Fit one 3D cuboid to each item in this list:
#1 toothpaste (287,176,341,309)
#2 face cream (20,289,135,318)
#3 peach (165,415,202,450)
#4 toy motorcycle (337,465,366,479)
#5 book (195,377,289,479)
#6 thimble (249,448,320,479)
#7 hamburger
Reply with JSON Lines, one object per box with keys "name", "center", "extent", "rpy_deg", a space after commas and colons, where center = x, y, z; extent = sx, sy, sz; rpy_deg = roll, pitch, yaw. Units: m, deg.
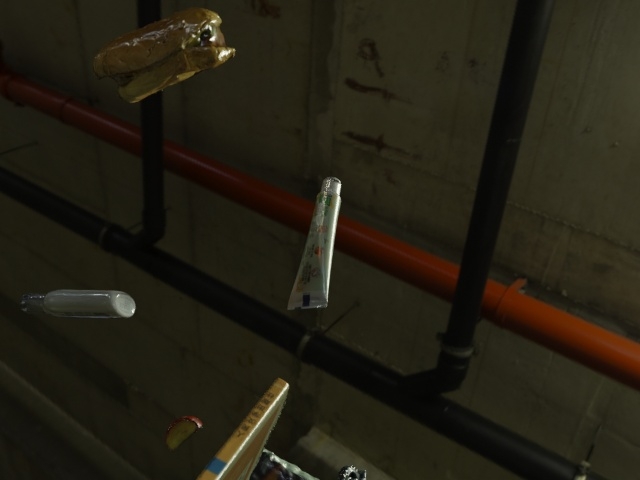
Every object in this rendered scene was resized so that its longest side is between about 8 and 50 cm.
{"name": "toothpaste", "center": [0.000, 0.000, 1.283], "extent": [0.056, 0.314, 0.058], "rpy_deg": [23, -38, -15]}
{"name": "face cream", "center": [-0.643, 0.168, 1.727], "extent": [0.291, 0.144, 0.071], "rpy_deg": [-1, -107, 12]}
{"name": "peach", "center": [-0.284, 0.389, 1.346], "extent": [0.050, 0.077, 0.083], "rpy_deg": [53, -39, 2]}
{"name": "toy motorcycle", "center": [0.092, 0.726, 1.694], "extent": [0.106, 0.159, 0.270], "rpy_deg": [-13, -117, 35]}
{"name": "book", "center": [-0.100, 0.206, 0.396], "extent": [0.018, 0.241, 0.170], "rpy_deg": [29, -61, 11]}
{"name": "thimble", "center": [-0.073, 0.430, 1.052], "extent": [0.237, 0.150, 0.237], "rpy_deg": [30, -14, 8]}
{"name": "hamburger", "center": [-0.301, -0.345, 1.221], "extent": [0.262, 0.131, 0.124], "rpy_deg": [-23, -74, 4]}
